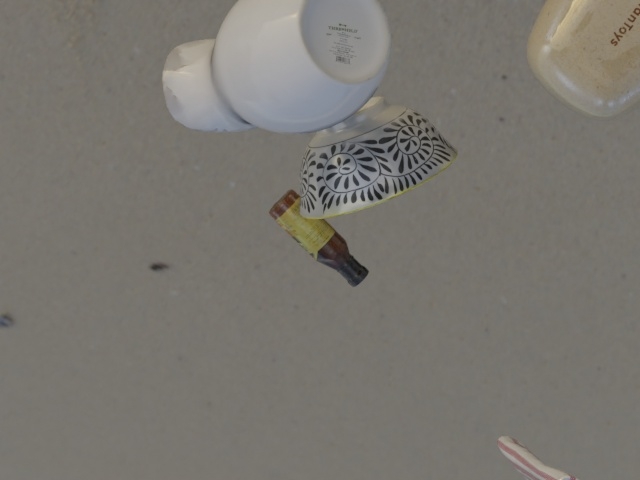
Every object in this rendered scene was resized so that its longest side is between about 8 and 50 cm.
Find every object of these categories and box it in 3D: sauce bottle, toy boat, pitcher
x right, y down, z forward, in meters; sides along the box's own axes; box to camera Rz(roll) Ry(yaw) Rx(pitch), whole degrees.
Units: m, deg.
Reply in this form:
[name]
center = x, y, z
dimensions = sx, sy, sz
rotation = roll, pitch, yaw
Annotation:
[sauce bottle]
center = 0.000, 0.000, 1.215
dimensions = 0.128, 0.042, 0.042
rotation = 45, 134, -7
[toy boat]
center = 0.335, -0.324, 1.375
dimensions = 0.318, 0.148, 0.267
rotation = 43, 101, 1
[pitcher]
center = -0.012, -0.144, 0.912
dimensions = 0.178, 0.125, 0.207
rotation = -1, 175, -31

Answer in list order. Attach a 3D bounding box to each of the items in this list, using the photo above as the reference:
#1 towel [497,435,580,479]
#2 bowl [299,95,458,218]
[towel]
center = 0.244, 0.246, 0.952
dimensions = 0.197, 0.029, 0.144
rotation = 45, 173, -11
[bowl]
center = 0.043, -0.092, 1.092
dimensions = 0.170, 0.170, 0.080
rotation = -14, 107, 32
